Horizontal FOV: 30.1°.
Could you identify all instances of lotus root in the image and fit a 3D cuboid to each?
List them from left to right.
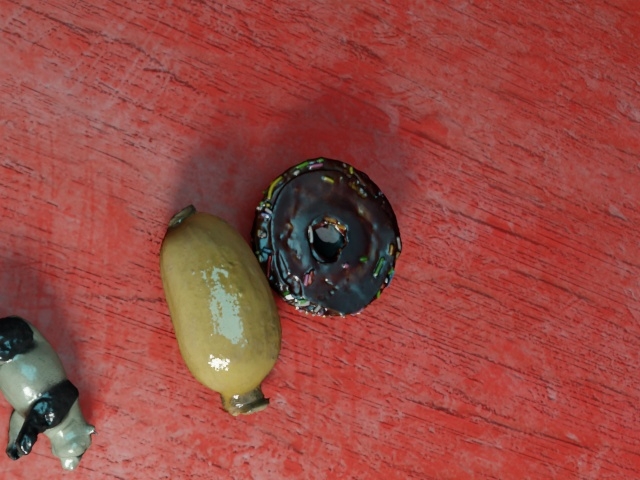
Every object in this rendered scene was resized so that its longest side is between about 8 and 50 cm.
[{"bbox_3d":[-0.134,0.095,1.624,0.146,0.131,0.303,-18,90,-23],"label":"lotus root"}]

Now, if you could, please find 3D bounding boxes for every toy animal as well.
[{"bbox_3d":[-0.375,0.201,1.530,0.121,0.094,0.225,-37,97,-33],"label":"toy animal"}]

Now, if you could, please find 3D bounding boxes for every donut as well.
[{"bbox_3d":[0.000,0.000,1.720,0.235,0.089,0.235,4,81,-24],"label":"donut"}]
